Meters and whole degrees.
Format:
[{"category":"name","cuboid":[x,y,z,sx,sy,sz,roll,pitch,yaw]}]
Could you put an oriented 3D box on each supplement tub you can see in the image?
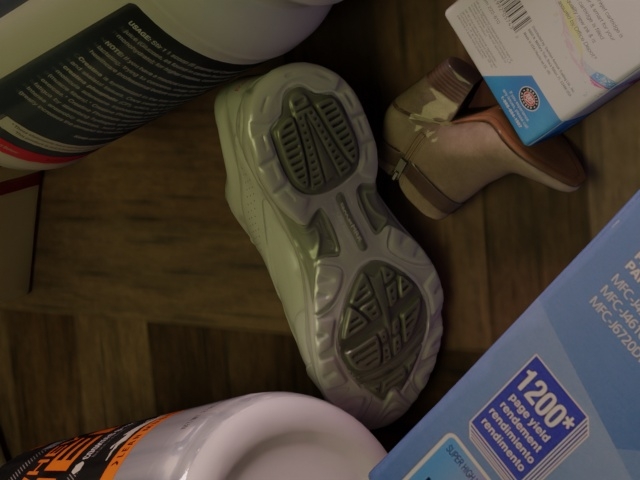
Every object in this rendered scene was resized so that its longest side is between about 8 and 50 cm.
[{"category":"supplement tub","cuboid":[-0.104,0.207,1.092,0.316,0.193,0.193,-20,90,47]},{"category":"supplement tub","cuboid":[-0.109,-0.168,1.018,0.272,0.191,0.191,-23,88,37]}]

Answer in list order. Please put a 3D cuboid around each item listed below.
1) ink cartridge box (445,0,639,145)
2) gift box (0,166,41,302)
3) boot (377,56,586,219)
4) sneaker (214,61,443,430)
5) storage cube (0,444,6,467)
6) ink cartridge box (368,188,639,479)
[{"category":"ink cartridge box","cuboid":[0.141,-0.120,0.938,0.122,0.052,0.088,-36,81,37]},{"category":"gift box","cuboid":[-0.341,-0.046,1.174,0.255,0.258,0.276,15,109,32]},{"category":"boot","cuboid":[0.085,-0.044,1.009,0.118,0.042,0.087,46,130,19]},{"category":"sneaker","cuboid":[0.000,0.000,1.063,0.115,0.090,0.232,20,129,63]},{"category":"storage cube","cuboid":[-0.343,0.216,1.274,0.193,0.215,0.184,-17,91,31]},{"category":"ink cartridge box","cuboid":[0.247,0.081,0.857,0.270,0.151,0.395,49,123,15]}]
